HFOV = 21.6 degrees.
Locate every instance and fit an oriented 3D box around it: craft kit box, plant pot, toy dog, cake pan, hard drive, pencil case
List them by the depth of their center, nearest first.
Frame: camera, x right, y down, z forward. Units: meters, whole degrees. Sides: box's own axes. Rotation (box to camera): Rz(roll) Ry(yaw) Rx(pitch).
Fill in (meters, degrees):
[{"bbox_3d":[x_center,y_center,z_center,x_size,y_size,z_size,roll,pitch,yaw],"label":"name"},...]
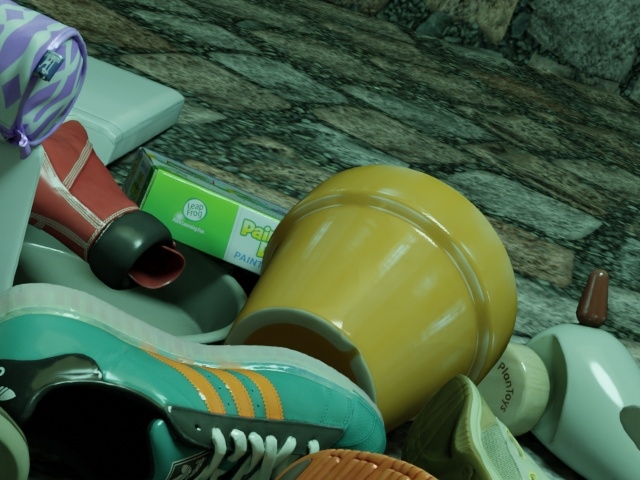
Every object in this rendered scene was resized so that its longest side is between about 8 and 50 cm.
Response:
[{"bbox_3d":[-0.246,-0.126,1.051,0.206,0.088,0.086,25,-13,13],"label":"pencil case"},{"bbox_3d":[0.024,0.070,1.287,0.205,0.205,0.188,25,32,15],"label":"plant pot"},{"bbox_3d":[-0.201,0.033,1.343,0.293,0.054,0.293,19,16,-6],"label":"cake pan"},{"bbox_3d":[0.278,0.143,1.383,0.334,0.161,0.220,28,18,23],"label":"toy dog"},{"bbox_3d":[-0.053,-0.006,1.527,0.250,0.061,0.246,23,1,-11],"label":"craft kit box"},{"bbox_3d":[-0.294,-0.164,1.841,0.233,0.047,0.353,22,12,2],"label":"hard drive"}]

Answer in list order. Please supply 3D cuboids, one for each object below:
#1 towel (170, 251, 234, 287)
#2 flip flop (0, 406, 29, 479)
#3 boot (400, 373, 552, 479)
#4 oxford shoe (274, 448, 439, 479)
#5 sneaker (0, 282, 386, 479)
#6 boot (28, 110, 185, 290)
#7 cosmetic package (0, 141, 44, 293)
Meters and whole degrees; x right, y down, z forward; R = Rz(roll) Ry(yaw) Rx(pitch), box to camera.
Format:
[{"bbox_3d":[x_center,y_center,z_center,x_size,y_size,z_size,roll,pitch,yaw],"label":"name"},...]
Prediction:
[{"bbox_3d":[-0.165,0.010,1.530,0.152,0.023,0.113,23,14,15],"label":"towel"},{"bbox_3d":[-0.294,0.111,0.918,0.277,0.112,0.080,20,30,-22],"label":"flip flop"},{"bbox_3d":[0.145,0.188,1.164,0.165,0.077,0.213,34,14,-16],"label":"boot"},{"bbox_3d":[0.084,0.238,0.981,0.364,0.130,0.132,30,-15,50],"label":"oxford shoe"},{"bbox_3d":[-0.087,0.130,1.112,0.302,0.108,0.121,18,33,-23],"label":"sneaker"},{"bbox_3d":[-0.183,-0.027,1.347,0.176,0.088,0.244,35,7,-4],"label":"boot"},{"bbox_3d":[-0.433,-0.060,1.067,0.453,0.161,0.230,4,27,-30],"label":"cosmetic package"}]
